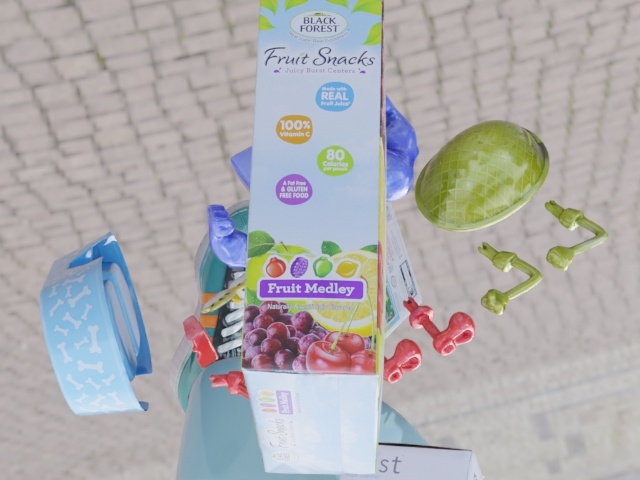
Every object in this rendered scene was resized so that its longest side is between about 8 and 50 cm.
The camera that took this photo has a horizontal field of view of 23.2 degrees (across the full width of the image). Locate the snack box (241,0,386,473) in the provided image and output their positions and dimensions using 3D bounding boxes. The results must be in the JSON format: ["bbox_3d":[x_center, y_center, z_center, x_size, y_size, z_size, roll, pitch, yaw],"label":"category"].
[{"bbox_3d":[0.000,0.000,0.812,0.070,0.207,0.174,2,156,2],"label":"snack box"}]

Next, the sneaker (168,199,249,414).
[{"bbox_3d":[-0.093,0.100,1.814,0.108,0.121,0.302,-2,125,-29],"label":"sneaker"}]

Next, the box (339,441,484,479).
[{"bbox_3d":[0.087,0.346,1.422,0.126,0.231,0.262,1,145,16],"label":"box"}]

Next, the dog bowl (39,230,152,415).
[{"bbox_3d":[-0.239,0.092,1.664,0.074,0.166,0.297,-16,-168,-2],"label":"dog bowl"}]

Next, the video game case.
[{"bbox_3d":[0.043,0.022,1.551,0.019,0.157,0.143,-7,-160,34],"label":"video game case"}]

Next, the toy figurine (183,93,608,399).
[{"bbox_3d":[0.039,-0.031,1.260,0.362,0.191,0.217,-30,137,-8],"label":"toy figurine"}]

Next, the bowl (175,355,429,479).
[{"bbox_3d":[-0.036,0.285,1.676,0.311,0.163,0.311,18,141,15],"label":"bowl"}]
